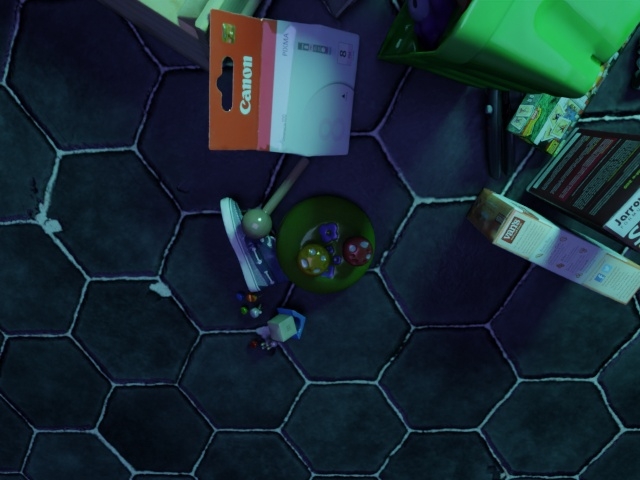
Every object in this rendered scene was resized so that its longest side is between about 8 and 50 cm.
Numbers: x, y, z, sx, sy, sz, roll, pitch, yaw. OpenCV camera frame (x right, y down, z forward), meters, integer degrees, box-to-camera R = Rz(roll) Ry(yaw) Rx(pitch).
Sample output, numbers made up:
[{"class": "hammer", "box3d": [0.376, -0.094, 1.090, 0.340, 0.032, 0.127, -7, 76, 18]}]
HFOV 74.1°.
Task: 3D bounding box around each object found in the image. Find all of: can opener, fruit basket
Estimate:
[{"class": "can opener", "box3d": [0.295, -0.189, 0.688, 0.059, 0.073, 0.186, -5, 117, -2]}, {"class": "fruit basket", "box3d": [0.147, -0.351, 0.480, 0.392, 0.392, 0.282, 29, 108, -5]}]

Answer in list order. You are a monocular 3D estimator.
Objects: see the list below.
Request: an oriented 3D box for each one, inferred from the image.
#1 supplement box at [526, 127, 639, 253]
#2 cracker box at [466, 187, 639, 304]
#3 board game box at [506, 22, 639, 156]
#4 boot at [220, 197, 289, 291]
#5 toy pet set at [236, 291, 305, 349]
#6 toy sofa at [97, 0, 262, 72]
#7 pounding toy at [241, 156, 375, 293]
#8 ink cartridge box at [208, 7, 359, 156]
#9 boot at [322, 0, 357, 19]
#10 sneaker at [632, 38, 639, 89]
[{"class": "supplement box", "box3d": [0.413, -0.085, 0.615, 0.073, 0.239, 0.130, 32, 108, -6]}, {"class": "cracker box", "box3d": [0.373, 0.002, 0.691, 0.232, 0.155, 0.067, 24, 108, -4]}, {"class": "board game box", "box3d": [0.388, -0.263, 0.632, 0.136, 0.030, 0.259, 11, 114, -37]}, {"class": "boot", "box3d": [-0.115, 0.001, 0.783, 0.086, 0.069, 0.189, -16, 113, 1]}, {"class": "toy pet set", "box3d": [-0.093, 0.153, 0.841, 0.114, 0.065, 0.122, 0, 109, 41]}, {"class": "toy sofa", "box3d": [-0.268, -0.421, 0.618, 0.363, 0.177, 0.150, 31, 88, -5]}, {"class": "pounding toy", "box3d": [0.000, 0.000, 0.718, 0.183, 0.110, 0.237, -45, 106, 1]}, {"class": "ink cartridge box", "box3d": [-0.046, -0.222, 0.630, 0.066, 0.232, 0.188, 22, 115, 40]}, {"class": "boot", "box3d": [0.024, -0.468, 0.606, 0.190, 0.076, 0.208, -39, 95, 29]}, {"class": "sneaker", "box3d": [0.528, -0.285, 0.650, 0.069, 0.038, 0.098, -2, 117, 3]}]
